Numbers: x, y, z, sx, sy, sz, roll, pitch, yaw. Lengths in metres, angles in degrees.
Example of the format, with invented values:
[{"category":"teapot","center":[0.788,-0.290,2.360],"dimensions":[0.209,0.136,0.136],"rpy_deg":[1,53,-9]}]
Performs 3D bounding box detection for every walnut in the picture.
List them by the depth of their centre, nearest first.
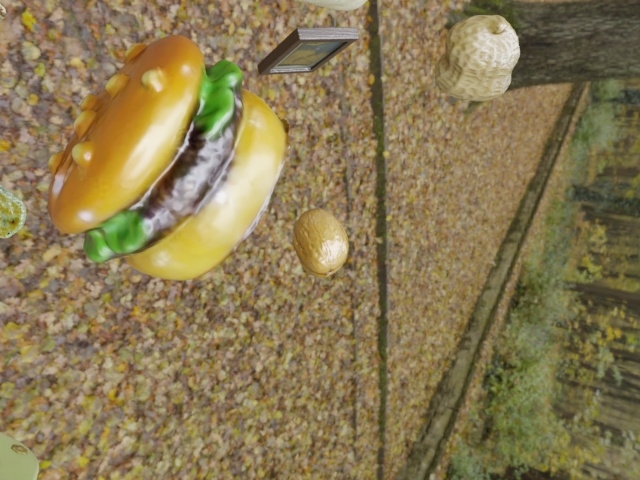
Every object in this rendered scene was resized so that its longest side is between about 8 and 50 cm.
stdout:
[{"category":"walnut","center":[0.000,0.000,1.302],"dimensions":[0.144,0.144,0.180],"rpy_deg":[50,19,-56]}]

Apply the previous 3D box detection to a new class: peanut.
[{"category":"peanut","center":[0.397,-0.455,1.300],"dimensions":[0.233,0.197,0.110],"rpy_deg":[93,12,-62]}]

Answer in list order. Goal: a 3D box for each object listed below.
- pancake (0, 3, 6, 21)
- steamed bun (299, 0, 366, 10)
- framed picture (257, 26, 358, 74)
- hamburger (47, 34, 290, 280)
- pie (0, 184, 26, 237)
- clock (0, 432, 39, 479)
[{"category":"pancake","center":[-0.982,-0.592,1.362],"dimensions":[0.266,0.244,0.057],"rpy_deg":[-12,70,-28]},{"category":"steamed bun","center":[-0.032,-0.436,0.577],"dimensions":[0.204,0.275,0.289],"rpy_deg":[-17,154,-27]},{"category":"framed picture","center":[-0.027,-0.352,0.965],"dimensions":[0.128,0.169,0.023],"rpy_deg":[-15,93,-31]},{"category":"hamburger","center":[-0.280,-0.134,0.872],"dimensions":[0.278,0.396,0.395],"rpy_deg":[35,67,-34]},{"category":"pie","center":[-0.931,-0.090,1.466],"dimensions":[0.041,0.187,0.186],"rpy_deg":[-87,172,-61]},{"category":"clock","center":[-0.520,0.284,0.634],"dimensions":[0.308,0.235,0.096],"rpy_deg":[34,81,-18]}]
